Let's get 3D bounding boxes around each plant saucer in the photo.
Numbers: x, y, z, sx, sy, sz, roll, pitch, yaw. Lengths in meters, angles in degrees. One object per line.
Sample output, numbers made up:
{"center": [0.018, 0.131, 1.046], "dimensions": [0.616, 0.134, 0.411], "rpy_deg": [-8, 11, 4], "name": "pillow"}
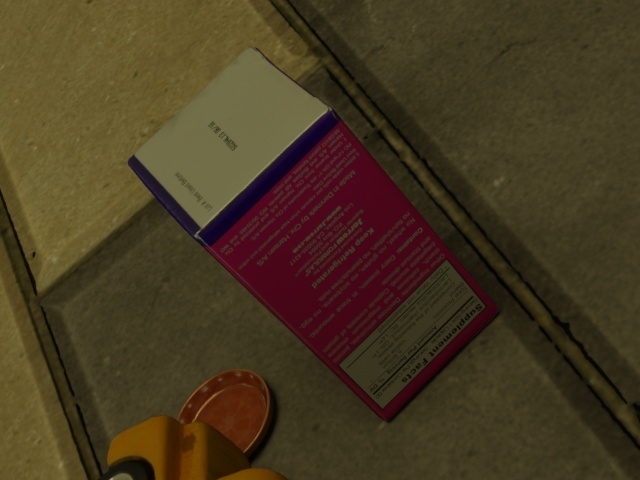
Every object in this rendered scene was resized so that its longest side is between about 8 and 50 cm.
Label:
{"center": [-0.068, 0.130, 0.988], "dimensions": [0.083, 0.013, 0.083], "rpy_deg": [-22, 45, 23], "name": "plant saucer"}

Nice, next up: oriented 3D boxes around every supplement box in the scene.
{"center": [0.000, 0.000, 0.887], "dimensions": [0.114, 0.220, 0.111], "rpy_deg": [-43, 40, -3], "name": "supplement box"}

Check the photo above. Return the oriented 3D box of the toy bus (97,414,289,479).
{"center": [-0.055, 0.250, 0.797], "dimensions": [0.130, 0.108, 0.332], "rpy_deg": [-26, 43, 19], "name": "toy bus"}
